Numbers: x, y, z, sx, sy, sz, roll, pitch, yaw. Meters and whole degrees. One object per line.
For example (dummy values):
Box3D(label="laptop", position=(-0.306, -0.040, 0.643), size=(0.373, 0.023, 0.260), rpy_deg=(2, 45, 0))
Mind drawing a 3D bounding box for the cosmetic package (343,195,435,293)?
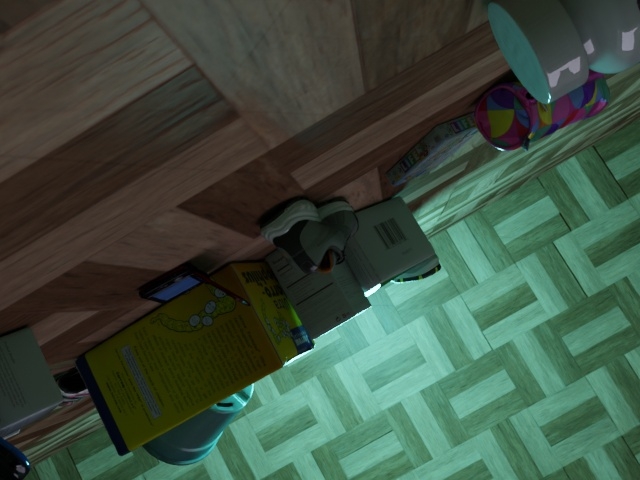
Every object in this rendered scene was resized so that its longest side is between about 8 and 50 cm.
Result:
Box3D(label="cosmetic package", position=(0.047, 0.068, 1.320), size=(0.197, 0.155, 0.365), rpy_deg=(-23, 168, -40))

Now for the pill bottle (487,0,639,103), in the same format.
Box3D(label="pill bottle", position=(0.258, -0.214, 0.480), size=(0.221, 0.121, 0.121), rpy_deg=(-31, 171, 11))

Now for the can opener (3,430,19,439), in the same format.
Box3D(label="can opener", position=(-0.608, 0.326, 0.918), size=(0.280, 0.074, 0.093), rpy_deg=(-22, 169, -41))

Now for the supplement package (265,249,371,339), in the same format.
Box3D(label="supplement package", position=(-0.002, 0.079, 1.126), size=(0.105, 0.179, 0.105), rpy_deg=(-33, 171, 21))

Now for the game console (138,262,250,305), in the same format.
Box3D(label="game console", position=(-0.185, 0.088, 0.894), size=(0.124, 0.085, 0.144), rpy_deg=(-29, 171, -5))

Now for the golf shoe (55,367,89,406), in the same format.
Box3D(label="golf shoe", position=(-0.436, 0.269, 1.174), size=(0.186, 0.067, 0.086), rpy_deg=(-22, 167, -42))

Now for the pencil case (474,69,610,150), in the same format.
Box3D(label="pencil case", position=(0.334, -0.204, 0.880), size=(0.236, 0.104, 0.104), rpy_deg=(-25, 171, -36))

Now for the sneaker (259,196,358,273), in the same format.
Box3D(label="sneaker", position=(0.000, 0.000, 0.927), size=(0.100, 0.108, 0.271), rpy_deg=(-35, 172, 20))

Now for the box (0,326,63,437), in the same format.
Box3D(label="box", position=(-0.378, 0.176, 0.710), size=(0.087, 0.101, 0.102), rpy_deg=(-23, 171, -41))

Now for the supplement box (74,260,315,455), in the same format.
Box3D(label="supplement box", position=(-0.224, 0.207, 1.095), size=(0.356, 0.195, 0.194), rpy_deg=(-31, 172, 13))

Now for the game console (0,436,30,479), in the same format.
Box3D(label="game console", position=(-0.486, 0.257, 0.631), size=(0.293, 0.250, 0.173), rpy_deg=(-39, -166, 49))

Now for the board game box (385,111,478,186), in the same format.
Box3D(label="board game box", position=(0.184, -0.146, 0.953), size=(0.103, 0.026, 0.154), rpy_deg=(-24, 170, -32))

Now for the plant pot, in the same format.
Box3D(label="plant pot", position=(-0.414, 0.526, 2.000), size=(0.341, 0.341, 0.334), rpy_deg=(-19, 158, -50))

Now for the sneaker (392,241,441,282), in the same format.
Box3D(label="sneaker", position=(0.182, 0.059, 1.823), size=(0.384, 0.147, 0.145), rpy_deg=(-13, -175, 34))
